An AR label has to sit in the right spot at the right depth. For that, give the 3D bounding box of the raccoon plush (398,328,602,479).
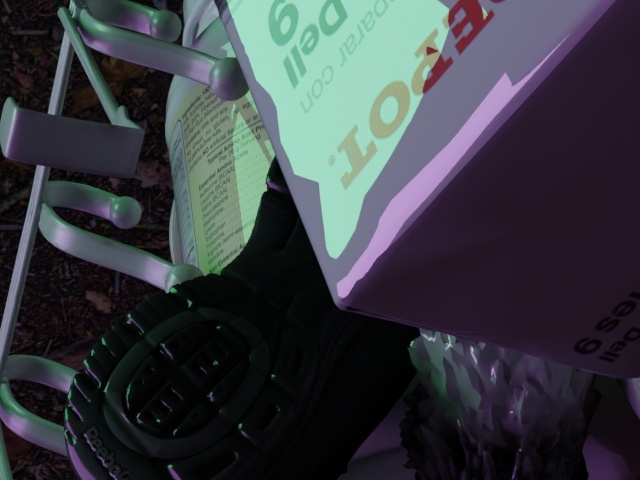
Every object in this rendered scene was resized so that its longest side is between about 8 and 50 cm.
[{"bbox_3d":[0.089,0.279,0.811,0.299,0.216,0.446,51,156,40],"label":"raccoon plush"}]

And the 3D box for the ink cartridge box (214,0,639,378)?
[{"bbox_3d":[0.063,-0.139,0.529,0.211,0.121,0.289,-49,44,30],"label":"ink cartridge box"}]

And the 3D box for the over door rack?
[{"bbox_3d":[-0.108,0.026,0.911,0.324,0.108,0.240,-99,22,-74],"label":"over door rack"}]

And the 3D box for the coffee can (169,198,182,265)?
[{"bbox_3d":[0.000,0.000,1.343,0.275,0.201,0.202,-167,71,-81],"label":"coffee can"}]

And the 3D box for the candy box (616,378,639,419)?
[{"bbox_3d":[0.150,-0.003,0.720,0.233,0.071,0.159,-109,11,-64],"label":"candy box"}]

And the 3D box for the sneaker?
[{"bbox_3d":[0.001,0.038,0.836,0.109,0.286,0.130,35,150,26],"label":"sneaker"}]

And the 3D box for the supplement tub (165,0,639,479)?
[{"bbox_3d":[0.039,-0.006,1.041,0.235,0.235,0.325,93,170,-61],"label":"supplement tub"}]
